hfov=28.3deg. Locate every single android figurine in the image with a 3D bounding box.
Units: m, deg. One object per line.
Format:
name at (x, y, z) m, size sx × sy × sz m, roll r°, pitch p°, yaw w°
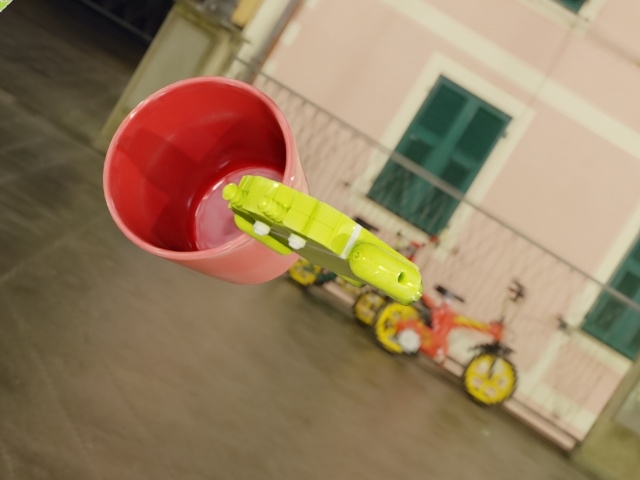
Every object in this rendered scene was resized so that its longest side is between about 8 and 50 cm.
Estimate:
android figurine at (0.000, 0.000, 1.473) m, size 0.248 × 0.056 × 0.273 m, roll 21°, pitch -8°, yaw 44°

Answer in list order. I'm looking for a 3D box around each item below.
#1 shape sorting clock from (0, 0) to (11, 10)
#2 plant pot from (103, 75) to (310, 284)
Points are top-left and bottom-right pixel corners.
shape sorting clock at (-0.283, -0.287, 1.151) m, size 0.040 × 0.206 × 0.206 m, roll 43°, pitch 9°, yaw 11°
plant pot at (-0.134, -0.064, 1.802) m, size 0.275 × 0.275 × 0.243 m, roll 34°, pitch -6°, yaw 24°
